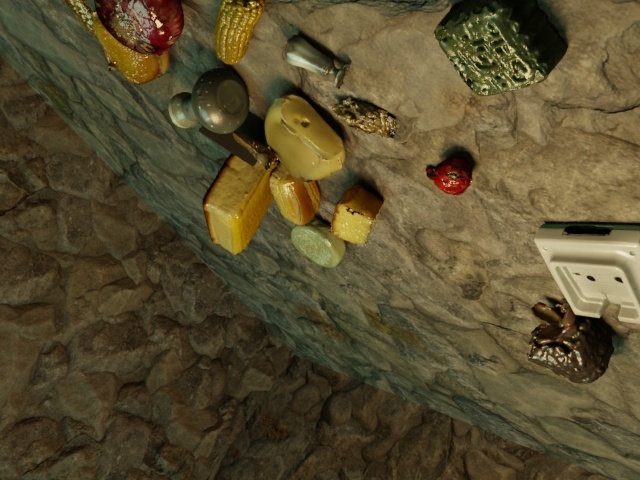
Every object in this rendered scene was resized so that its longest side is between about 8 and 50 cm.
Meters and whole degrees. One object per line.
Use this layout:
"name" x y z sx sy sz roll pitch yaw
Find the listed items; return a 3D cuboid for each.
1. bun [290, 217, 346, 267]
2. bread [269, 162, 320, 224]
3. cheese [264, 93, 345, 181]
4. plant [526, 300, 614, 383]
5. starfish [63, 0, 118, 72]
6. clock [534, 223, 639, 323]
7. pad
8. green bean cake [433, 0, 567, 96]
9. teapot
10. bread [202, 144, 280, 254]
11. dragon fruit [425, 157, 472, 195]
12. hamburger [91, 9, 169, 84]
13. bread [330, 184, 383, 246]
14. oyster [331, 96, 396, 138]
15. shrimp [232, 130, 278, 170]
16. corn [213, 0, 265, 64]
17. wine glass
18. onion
"bun" 0.003 0.002 2.279 0.221 0.108 0.221 29 149 20
"bread" -0.075 -0.153 2.034 0.106 0.140 0.236 28 157 31
"cheese" -0.054 -0.271 1.794 0.259 0.128 0.316 49 161 0
"plant" 0.664 0.269 1.715 0.234 0.178 0.204 37 160 -15
"starfish" -0.741 -0.733 1.846 0.324 0.082 0.432 44 163 36
"clock" 0.641 0.073 1.440 0.262 0.116 0.231 3 140 53
"pad" -0.249 -0.334 1.933 0.211 0.143 0.003 34 171 9
"green bean cake" 0.310 -0.345 1.116 0.181 0.094 0.173 47 157 -23
"teapot" -0.332 -0.395 1.847 0.250 0.183 0.183 0 139 46
"bread" -0.248 -0.157 2.052 0.143 0.324 0.333 26 156 6
"dragon fruit" 0.311 -0.159 1.536 0.094 0.094 0.190 42 180 -12
"hamburger" -0.530 -0.579 1.865 0.156 0.144 0.283 11 149 27
"bread" 0.114 -0.087 1.893 0.129 0.134 0.260 24 162 5
"oyster" 0.108 -0.301 1.579 0.177 0.056 0.105 30 166 5
"shrimp" -0.194 -0.261 1.836 0.187 0.052 0.132 40 -164 34
"corn" -0.210 -0.522 1.545 0.102 0.102 0.313 40 159 -7
"wine glass" -0.009 -0.421 1.488 0.155 0.072 0.072 31 158 12
"onion" -0.468 -0.606 1.649 0.246 0.190 0.246 20 138 19
